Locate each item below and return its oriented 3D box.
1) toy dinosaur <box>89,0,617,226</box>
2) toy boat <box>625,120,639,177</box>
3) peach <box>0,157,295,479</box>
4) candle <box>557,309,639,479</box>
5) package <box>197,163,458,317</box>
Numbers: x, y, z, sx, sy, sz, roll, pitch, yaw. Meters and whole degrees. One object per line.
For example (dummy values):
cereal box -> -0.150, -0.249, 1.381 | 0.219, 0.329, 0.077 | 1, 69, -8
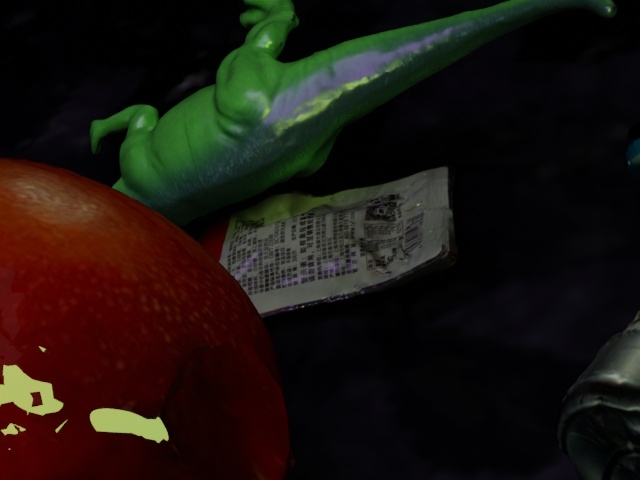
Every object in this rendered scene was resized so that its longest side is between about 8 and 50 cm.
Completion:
toy dinosaur -> -0.041, -0.081, 1.132 | 0.500, 0.144, 0.374 | -2, 42, 50
toy boat -> 0.376, -0.059, 1.000 | 0.298, 0.134, 0.092 | -10, 77, 22
peach -> -0.199, 0.132, 0.875 | 0.388, 0.388, 0.388 | -13, 43, 12
candle -> 0.305, 0.061, 0.847 | 0.187, 0.187, 0.330 | 26, 60, 41
package -> 0.000, 0.000, 1.159 | 0.239, 0.030, 0.154 | -12, 36, 14
